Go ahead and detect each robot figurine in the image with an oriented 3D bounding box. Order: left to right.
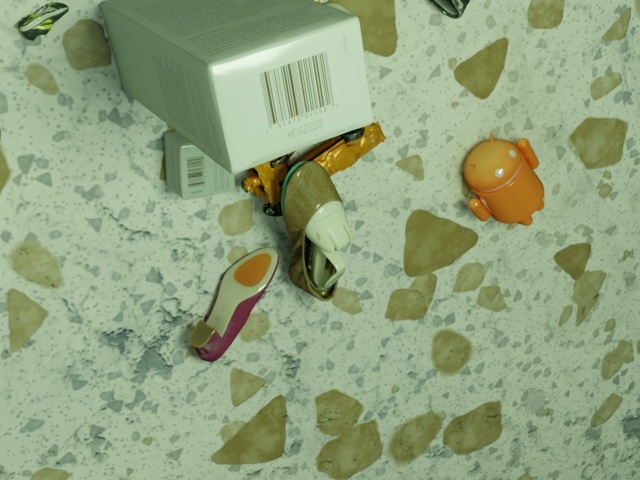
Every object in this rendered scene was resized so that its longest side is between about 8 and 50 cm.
[{"bbox_3d":[-0.027,-0.173,1.848,0.291,0.085,0.211,-33,124,-14],"label":"robot figurine"},{"bbox_3d":[0.375,-0.119,2.079,0.158,0.128,0.219,-27,129,21],"label":"robot figurine"}]

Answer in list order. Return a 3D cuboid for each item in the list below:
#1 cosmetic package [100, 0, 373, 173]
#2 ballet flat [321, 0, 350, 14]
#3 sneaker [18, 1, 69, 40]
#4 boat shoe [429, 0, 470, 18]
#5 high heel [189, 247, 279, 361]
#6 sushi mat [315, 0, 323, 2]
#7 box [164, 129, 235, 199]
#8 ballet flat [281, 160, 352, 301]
[{"bbox_3d":[-0.138,-0.270,1.509,0.230,0.453,0.161,-22,121,-20],"label":"cosmetic package"},{"bbox_3d":[0.015,-0.361,1.721,0.086,0.248,0.086,0,84,3],"label":"ballet flat"},{"bbox_3d":[-0.427,-0.340,1.576,0.083,0.031,0.035,-29,137,-11],"label":"sneaker"},{"bbox_3d":[0.166,-0.499,1.794,0.306,0.113,0.105,32,79,-45],"label":"boat shoe"},{"bbox_3d":[-0.153,0.125,1.934,0.244,0.082,0.117,-57,160,-13],"label":"high heel"},{"bbox_3d":[-0.049,-0.528,1.592,0.151,0.019,0.316,-14,105,-8],"label":"sushi mat"},{"bbox_3d":[-0.209,-0.137,1.756,0.102,0.087,0.101,-12,117,-26],"label":"box"},{"bbox_3d":[0.000,0.000,1.842,0.116,0.124,0.342,-30,149,-24],"label":"ballet flat"}]
